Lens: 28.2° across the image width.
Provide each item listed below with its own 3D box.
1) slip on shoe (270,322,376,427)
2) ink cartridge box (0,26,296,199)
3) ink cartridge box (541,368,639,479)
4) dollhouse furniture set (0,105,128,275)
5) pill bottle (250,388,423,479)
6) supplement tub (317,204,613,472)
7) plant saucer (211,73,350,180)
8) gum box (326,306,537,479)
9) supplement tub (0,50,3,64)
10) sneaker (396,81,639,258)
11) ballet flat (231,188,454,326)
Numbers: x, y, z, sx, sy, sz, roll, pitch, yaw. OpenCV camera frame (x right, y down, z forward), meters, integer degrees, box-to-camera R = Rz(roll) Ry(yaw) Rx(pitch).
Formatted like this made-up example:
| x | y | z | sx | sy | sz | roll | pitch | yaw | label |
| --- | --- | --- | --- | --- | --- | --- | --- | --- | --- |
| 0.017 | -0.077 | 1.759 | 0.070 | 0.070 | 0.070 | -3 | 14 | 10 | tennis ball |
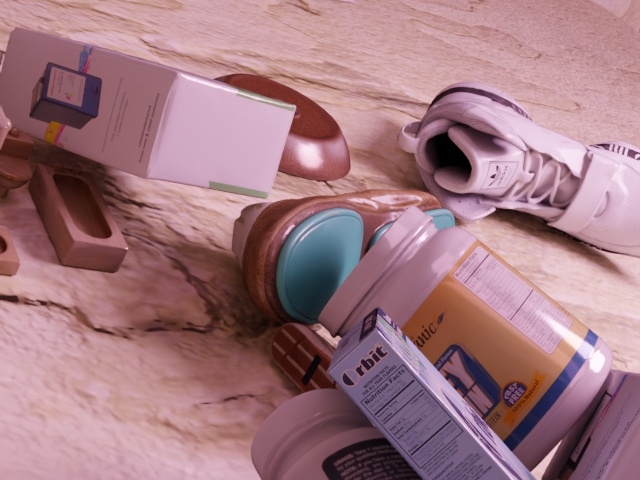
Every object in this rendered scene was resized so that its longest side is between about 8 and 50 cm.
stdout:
| x | y | z | sx | sy | sz | roll | pitch | yaw | label |
| --- | --- | --- | --- | --- | --- | --- | --- | --- | --- |
| 0.010 | 0.114 | 0.980 | 0.041 | 0.051 | 0.135 | 22 | 16 | -43 | slip on shoe |
| -0.155 | -0.111 | 1.102 | 0.212 | 0.093 | 0.154 | 22 | 9 | 36 | ink cartridge box |
| 0.280 | 0.190 | 0.903 | 0.201 | 0.117 | 0.278 | 31 | -1 | 6 | ink cartridge box |
| -0.214 | -0.059 | 0.987 | 0.151 | 0.123 | 0.144 | 10 | 30 | -35 | dollhouse furniture set |
| 0.030 | 0.180 | 0.790 | 0.108 | 0.108 | 0.180 | 8 | 31 | -38 | pill bottle |
| 0.112 | 0.081 | 1.005 | 0.200 | 0.144 | 0.144 | 39 | 25 | 6 | supplement tub |
| -0.048 | -0.136 | 1.429 | 0.199 | 0.036 | 0.198 | 24 | 24 | -11 | plant saucer |
| 0.082 | 0.126 | 0.778 | 0.184 | 0.041 | 0.157 | 49 | 4 | 1 | gum box |
| -0.338 | -0.153 | 1.109 | 0.107 | 0.071 | 0.071 | 20 | 25 | -17 | supplement tub |
| 0.261 | -0.065 | 1.500 | 0.366 | 0.137 | 0.210 | 29 | 24 | 15 | sneaker |
| 0.000 | 0.000 | 1.138 | 0.124 | 0.116 | 0.342 | 17 | 17 | 27 | ballet flat |
